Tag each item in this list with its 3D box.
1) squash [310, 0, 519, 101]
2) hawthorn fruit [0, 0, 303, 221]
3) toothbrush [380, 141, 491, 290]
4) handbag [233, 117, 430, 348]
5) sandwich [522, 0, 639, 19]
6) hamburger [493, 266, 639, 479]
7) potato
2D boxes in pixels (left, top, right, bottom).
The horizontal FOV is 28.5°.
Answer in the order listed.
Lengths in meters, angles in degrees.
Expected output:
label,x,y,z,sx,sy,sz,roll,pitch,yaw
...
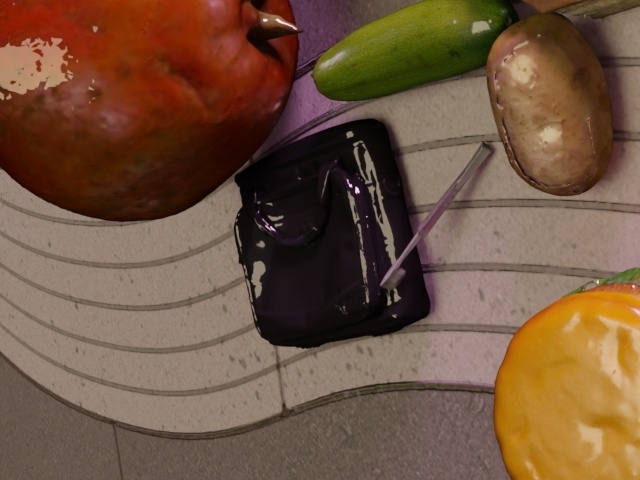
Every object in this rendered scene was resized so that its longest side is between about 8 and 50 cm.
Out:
label,x,y,z,sx,sy,sz,roll,pitch,yaw
squash,0.096,-0.196,1.275,0.292,0.082,0.082,-9,94,54
hawthorn fruit,-0.194,-0.215,1.424,0.403,0.402,0.403,21,117,48
toothbrush,0.118,-0.022,1.309,0.194,0.017,0.014,-57,13,25
handbag,0.000,0.000,1.467,0.275,0.088,0.244,-16,84,55
sandwich,0.202,-0.258,1.106,0.258,0.094,0.096,48,130,35
hamburger,0.278,0.143,1.071,0.246,0.170,0.246,6,99,40
potato,0.209,-0.121,1.142,0.107,0.080,0.170,-17,108,22
